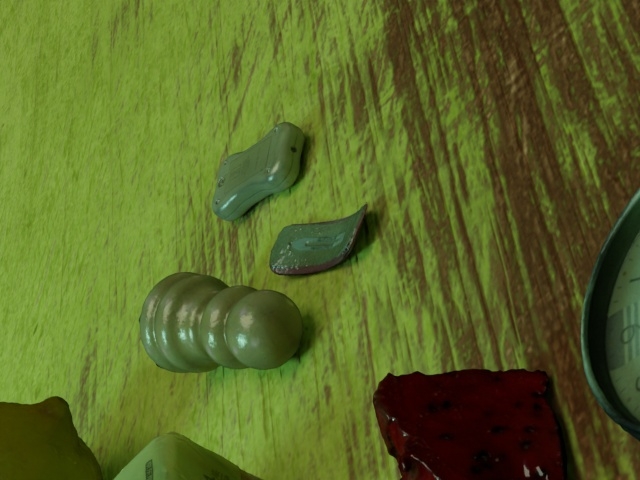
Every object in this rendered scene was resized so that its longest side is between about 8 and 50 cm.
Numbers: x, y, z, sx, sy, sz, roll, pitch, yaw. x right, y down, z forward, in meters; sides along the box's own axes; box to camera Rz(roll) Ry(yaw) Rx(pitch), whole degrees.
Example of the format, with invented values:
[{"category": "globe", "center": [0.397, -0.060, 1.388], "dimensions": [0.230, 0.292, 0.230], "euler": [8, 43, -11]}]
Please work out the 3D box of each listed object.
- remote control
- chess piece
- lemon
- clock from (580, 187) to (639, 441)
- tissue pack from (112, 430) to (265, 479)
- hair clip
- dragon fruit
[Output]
[{"category": "remote control", "center": [-0.061, -0.066, 1.587], "dimensions": [0.122, 0.032, 0.074], "euler": [-29, 41, 46]}, {"category": "chess piece", "center": [-0.079, 0.080, 1.437], "dimensions": [0.170, 0.094, 0.094], "euler": [4, 68, 52]}, {"category": "lemon", "center": [-0.297, 0.255, 1.521], "dimensions": [0.244, 0.187, 0.187], "euler": [-63, 27, 5]}, {"category": "clock", "center": [0.248, 0.027, 0.969], "dimensions": [0.226, 0.049, 0.226], "euler": [-41, 33, 35]}, {"category": "tissue pack", "center": [-0.117, 0.290, 1.245], "dimensions": [0.159, 0.125, 0.234], "euler": [-45, 31, 26]}, {"category": "hair clip", "center": [0.001, 0.001, 1.432], "dimensions": [0.137, 0.022, 0.054], "euler": [-16, 50, 54]}, {"category": "dragon fruit", "center": [0.113, 0.172, 1.063], "dimensions": [0.192, 0.122, 0.092], "euler": [-115, 20, -53]}]
